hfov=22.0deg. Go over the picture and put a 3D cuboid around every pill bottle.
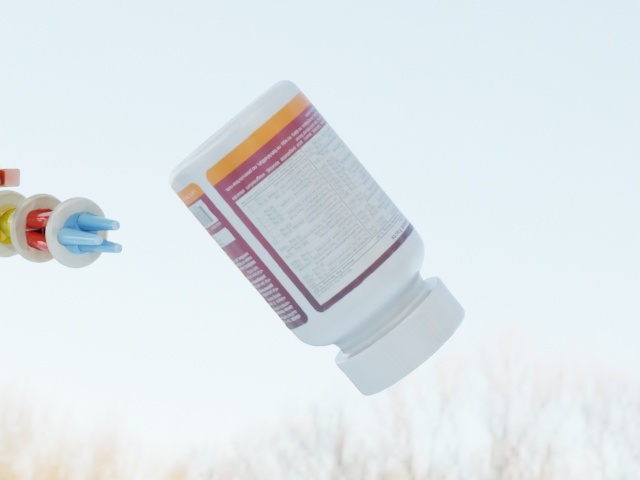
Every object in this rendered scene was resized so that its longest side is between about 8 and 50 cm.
[{"bbox_3d":[0.000,0.000,1.219,0.221,0.121,0.121,50,-28,-6],"label":"pill bottle"}]

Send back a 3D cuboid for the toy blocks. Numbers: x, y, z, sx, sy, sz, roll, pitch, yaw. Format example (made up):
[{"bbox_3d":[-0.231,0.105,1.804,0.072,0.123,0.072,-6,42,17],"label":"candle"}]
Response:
[{"bbox_3d":[-0.217,-0.026,1.192,0.148,0.054,0.123,6,-26,48],"label":"toy blocks"}]
